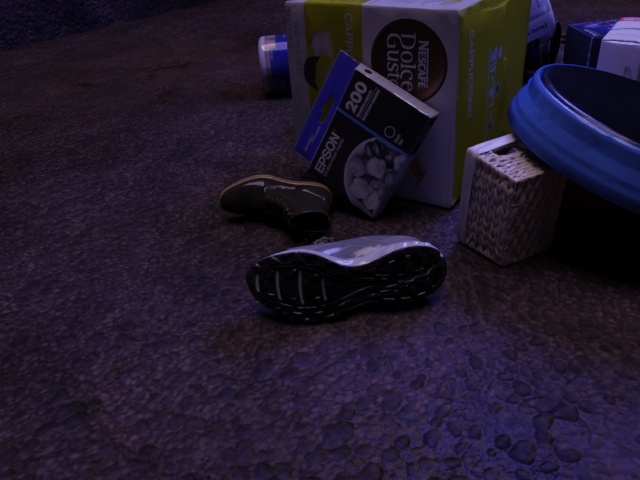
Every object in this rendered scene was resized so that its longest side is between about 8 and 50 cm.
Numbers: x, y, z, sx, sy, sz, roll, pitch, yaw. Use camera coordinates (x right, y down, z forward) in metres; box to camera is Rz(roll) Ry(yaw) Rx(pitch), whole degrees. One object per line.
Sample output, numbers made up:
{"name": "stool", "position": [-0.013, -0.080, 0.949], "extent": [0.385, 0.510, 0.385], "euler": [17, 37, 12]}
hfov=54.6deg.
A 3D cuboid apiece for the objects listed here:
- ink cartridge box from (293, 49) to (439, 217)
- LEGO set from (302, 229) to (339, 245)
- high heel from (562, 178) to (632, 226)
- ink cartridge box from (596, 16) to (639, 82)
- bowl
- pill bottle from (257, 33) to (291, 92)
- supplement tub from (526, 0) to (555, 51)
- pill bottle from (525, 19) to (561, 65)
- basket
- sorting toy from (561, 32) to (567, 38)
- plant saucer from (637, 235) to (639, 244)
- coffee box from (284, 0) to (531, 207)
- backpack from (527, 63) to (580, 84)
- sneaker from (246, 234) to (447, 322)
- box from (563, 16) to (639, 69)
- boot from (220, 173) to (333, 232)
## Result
{"name": "ink cartridge box", "position": [0.061, -0.179, 1.047], "extent": [0.208, 0.206, 0.045], "euler": [38, 32, 16]}
{"name": "LEGO set", "position": [-0.003, 0.000, 1.001], "extent": [0.054, 0.023, 0.083], "euler": [-29, 38, -33]}
{"name": "high heel", "position": [0.425, -0.186, 1.073], "extent": [0.181, 0.127, 0.377], "euler": [34, 30, -16]}
{"name": "ink cartridge box", "position": [0.700, -0.408, 1.425], "extent": [0.092, 0.158, 0.218], "euler": [15, 37, 28]}
{"name": "bowl", "position": [0.475, -0.151, 0.910], "extent": [0.392, 0.077, 0.391], "euler": [12, 34, -9]}
{"name": "pill bottle", "position": [-0.029, -0.485, 1.676], "extent": [0.265, 0.153, 0.153], "euler": [-5, 31, 2]}
{"name": "supplement tub", "position": [0.410, -0.529, 1.577], "extent": [0.316, 0.193, 0.193], "euler": [-26, 30, 10]}
{"name": "pill bottle", "position": [0.544, -0.557, 1.730], "extent": [0.219, 0.122, 0.123], "euler": [14, 37, 30]}
{"name": "basket", "position": [0.282, -0.058, 0.918], "extent": [0.113, 0.167, 0.103], "euler": [-19, 38, -21]}
{"name": "sorting toy", "position": [0.777, -0.610, 1.865], "extent": [0.102, 0.042, 0.061], "euler": [-4, 14, 26]}
{"name": "plant saucer", "position": [0.615, 0.031, 0.829], "extent": [0.259, 0.047, 0.258], "euler": [-20, 34, -21]}
{"name": "coffee box", "position": [0.174, -0.308, 1.176], "extent": [0.335, 0.337, 0.338], "euler": [16, 37, 31]}
{"name": "backpack", "position": [0.535, -0.350, 1.417], "extent": [0.120, 0.101, 0.098], "euler": [11, 28, 31]}
{"name": "sneaker", "position": [0.032, 0.045, 0.870], "extent": [0.272, 0.100, 0.108], "euler": [-5, 17, -5]}
{"name": "box", "position": [0.770, -0.506, 1.624], "extent": [0.207, 0.108, 0.153], "euler": [-6, 32, -2]}
{"name": "boot", "position": [-0.076, -0.057, 1.048], "extent": [0.198, 0.076, 0.137], "euler": [-6, 26, 1]}
